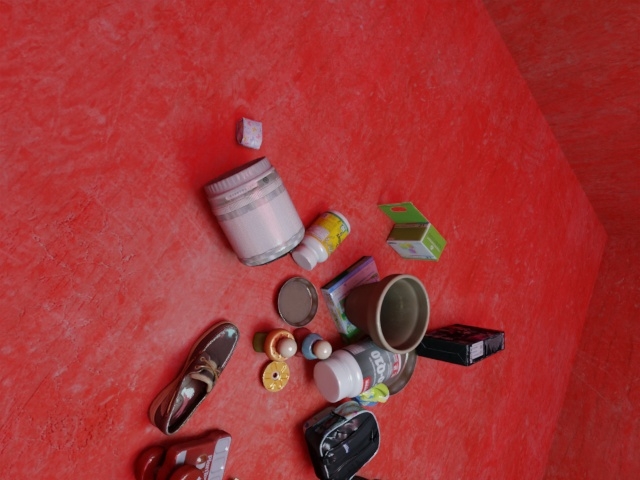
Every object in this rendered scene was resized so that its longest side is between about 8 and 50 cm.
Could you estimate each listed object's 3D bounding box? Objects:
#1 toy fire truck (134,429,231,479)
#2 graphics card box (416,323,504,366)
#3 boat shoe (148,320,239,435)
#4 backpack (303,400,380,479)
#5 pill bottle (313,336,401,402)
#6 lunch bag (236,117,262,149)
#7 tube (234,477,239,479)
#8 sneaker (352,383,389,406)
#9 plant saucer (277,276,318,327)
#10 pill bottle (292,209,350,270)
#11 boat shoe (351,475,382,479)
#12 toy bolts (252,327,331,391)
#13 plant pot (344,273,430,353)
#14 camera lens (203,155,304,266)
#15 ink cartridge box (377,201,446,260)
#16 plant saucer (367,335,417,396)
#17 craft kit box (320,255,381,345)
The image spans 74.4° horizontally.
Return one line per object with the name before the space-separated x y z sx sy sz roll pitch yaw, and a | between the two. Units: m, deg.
toy fire truck | -0.364 0.694 1.151 0.253 0.169 0.303 20 78 -55
graphics card box | 0.605 0.438 1.805 0.370 0.232 0.095 -1 92 -45
boat shoe | -0.331 0.382 1.184 0.342 0.123 0.123 -51 118 -26
backpack | 0.077 0.685 1.453 0.253 0.191 0.225 -23 106 -28
pill bottle | 0.128 0.438 1.450 0.283 0.161 0.162 -12 97 -38
lunch bag | -0.223 -0.330 1.314 0.071 0.053 0.084 3 78 -39
tube | -0.303 0.835 1.251 0.062 0.070 0.240 36 63 1
sneaker | 0.126 0.552 1.557 0.240 0.126 0.091 27 37 -4
plant saucer | -0.079 0.208 1.430 0.168 0.029 0.169 6 81 -37
pill bottle | 0.000 0.000 1.442 0.208 0.117 0.118 -47 116 -28
boat shoe | 0.190 0.966 1.590 0.307 0.110 0.105 33 70 -33
toy bolts | -0.077 0.379 1.356 0.228 0.158 0.219 -5 93 -37
plant pot | 0.210 0.238 1.466 0.262 0.229 0.263 -1 92 -37
camera lens | -0.187 -0.079 1.234 0.219 0.219 0.275 -37 111 -32
ink cartridge box | 0.341 -0.033 1.660 0.255 0.188 0.097 41 68 -28
plant saucer | 0.272 0.462 1.693 0.310 0.050 0.311 0 90 -38
craft kit box | 0.143 0.223 1.592 0.249 0.060 0.247 -32 106 -33
